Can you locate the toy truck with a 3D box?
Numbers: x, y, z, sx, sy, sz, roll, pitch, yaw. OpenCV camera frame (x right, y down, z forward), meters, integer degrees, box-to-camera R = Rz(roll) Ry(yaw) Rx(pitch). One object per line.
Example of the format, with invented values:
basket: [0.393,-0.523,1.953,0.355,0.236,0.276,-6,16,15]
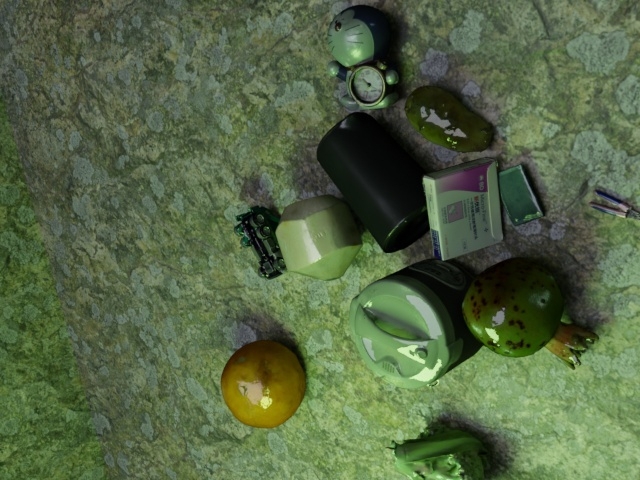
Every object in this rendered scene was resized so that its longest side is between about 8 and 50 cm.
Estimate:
toy truck: [-0.151,-0.001,2.203,0.110,0.116,0.216,-27,92,44]

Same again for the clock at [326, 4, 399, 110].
clock: [0.100,-0.439,1.817,0.200,0.146,0.243,-1,107,37]

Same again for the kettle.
kettle: [0.152,-0.140,1.866,0.203,0.262,0.308,-40,69,5]

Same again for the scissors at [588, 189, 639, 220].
scissors: [0.612,-0.069,1.567,0.113,0.012,0.039,27,121,33]

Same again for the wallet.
wallet: [0.445,-0.102,1.696,0.088,0.026,0.129,-24,89,49]

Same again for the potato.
potato: [0.291,-0.274,1.735,0.225,0.090,0.117,36,118,20]

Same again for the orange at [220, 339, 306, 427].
orange: [-0.171,0.431,2.273,0.261,0.261,0.261,14,113,38]

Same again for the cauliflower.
cauliflower: [0.279,0.566,1.889,0.239,0.315,0.256,126,157,-44]

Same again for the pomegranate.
pomegranate: [0.447,0.172,1.643,0.286,0.231,0.231,47,129,21]

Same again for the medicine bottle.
medicine bottle: [0.323,-0.074,1.711,0.052,0.171,0.201,-149,47,-63]

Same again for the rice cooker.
rice cooker: [0.234,0.193,1.807,0.288,0.277,0.288,14,112,40]

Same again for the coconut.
coconut: [-0.003,0.001,2.004,0.241,0.241,0.241,14,113,38]
